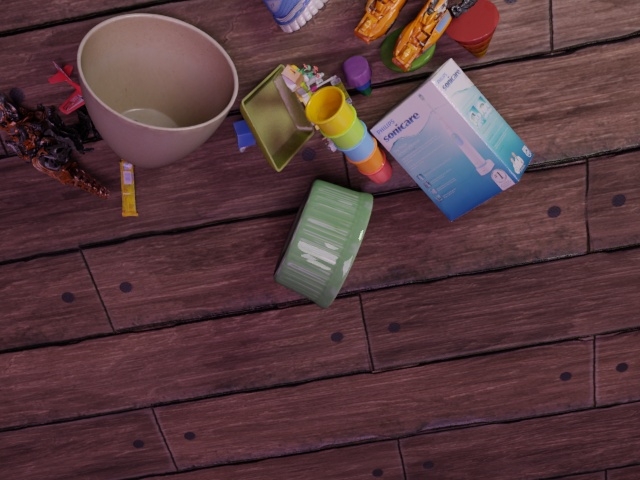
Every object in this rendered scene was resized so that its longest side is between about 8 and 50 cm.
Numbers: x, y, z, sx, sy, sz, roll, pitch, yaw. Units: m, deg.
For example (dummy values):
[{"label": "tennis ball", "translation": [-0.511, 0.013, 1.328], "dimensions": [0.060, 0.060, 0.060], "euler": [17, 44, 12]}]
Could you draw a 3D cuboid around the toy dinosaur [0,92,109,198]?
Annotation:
[{"label": "toy dinosaur", "translation": [-0.628, -0.232, 1.714], "dimensions": [0.218, 0.164, 0.322], "euler": [-30, 135, 31]}]

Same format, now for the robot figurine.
[{"label": "robot figurine", "translation": [0.214, -0.520, 1.531], "dimensions": [0.211, 0.085, 0.291], "euler": [35, 98, 0]}]

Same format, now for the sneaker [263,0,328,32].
[{"label": "sneaker", "translation": [0.002, -0.591, 1.506], "dimensions": [0.330, 0.129, 0.147], "euler": [-39, 116, 19]}]

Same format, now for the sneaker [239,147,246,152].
[{"label": "sneaker", "translation": [-0.153, -0.247, 1.749], "dimensions": [0.069, 0.038, 0.098], "euler": [23, 117, -13]}]

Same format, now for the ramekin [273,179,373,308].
[{"label": "ramekin", "translation": [0.000, 0.000, 1.752], "dimensions": [0.148, 0.303, 0.303], "euler": [22, 117, -5]}]

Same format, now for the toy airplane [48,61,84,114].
[{"label": "toy airplane", "translation": [-0.558, -0.350, 1.649], "dimensions": [0.151, 0.151, 0.028], "euler": [22, 155, -13]}]

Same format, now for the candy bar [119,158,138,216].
[{"label": "candy bar", "translation": [-0.485, -0.130, 1.820], "dimensions": [0.040, 0.018, 0.161], "euler": [1, 119, -6]}]

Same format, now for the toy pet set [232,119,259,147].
[{"label": "toy pet set", "translation": [-0.147, -0.268, 1.688], "dimensions": [0.114, 0.065, 0.122], "euler": [-15, 104, -13]}]

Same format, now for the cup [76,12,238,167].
[{"label": "cup", "translation": [-0.371, -0.296, 1.588], "dimensions": [0.331, 0.331, 0.237], "euler": [18, 143, -11]}]

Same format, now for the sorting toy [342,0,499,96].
[{"label": "sorting toy", "translation": [0.236, -0.415, 1.646], "dimensions": [0.366, 0.127, 0.126], "euler": [-20, 148, 13]}]

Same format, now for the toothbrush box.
[{"label": "toothbrush box", "translation": [0.297, -0.223, 1.639], "dimensions": [0.295, 0.126, 0.216], "euler": [46, 137, -7]}]

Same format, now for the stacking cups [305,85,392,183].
[{"label": "stacking cups", "translation": [0.073, -0.223, 1.650], "dimensions": [0.096, 0.096, 0.316], "euler": [-26, 146, 13]}]

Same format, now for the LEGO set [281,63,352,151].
[{"label": "LEGO set", "translation": [0.001, -0.338, 1.641], "dimensions": [0.107, 0.132, 0.287], "euler": [-28, 143, 7]}]

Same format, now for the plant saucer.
[{"label": "plant saucer", "translation": [-0.108, -0.282, 1.670], "dimensions": [0.045, 0.188, 0.188], "euler": [-4, 125, 37]}]
